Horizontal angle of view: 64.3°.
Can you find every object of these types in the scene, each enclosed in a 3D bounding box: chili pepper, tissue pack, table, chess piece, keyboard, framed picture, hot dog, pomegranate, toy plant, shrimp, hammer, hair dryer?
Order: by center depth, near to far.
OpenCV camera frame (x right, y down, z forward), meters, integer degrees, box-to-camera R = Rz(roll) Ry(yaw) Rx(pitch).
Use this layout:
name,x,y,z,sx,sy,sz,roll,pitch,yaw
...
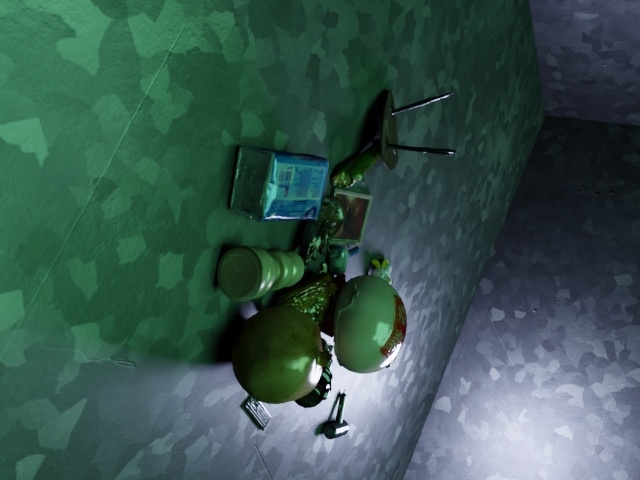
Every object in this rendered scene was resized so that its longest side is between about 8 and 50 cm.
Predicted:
name,x,y,z,sx,sy,sz,roll,pitch,yaw
tissue pack,-0.117,-0.164,1.492,0.263,0.146,0.198,-7,112,-55
chess piece,-0.159,0.096,1.559,0.300,0.167,0.166,2,103,-61
pomegranate,-0.116,0.358,1.589,0.319,0.319,0.319,-29,128,-46
shrimp,-0.007,-0.004,1.753,0.145,0.117,0.343,52,56,-48
hot dog,-0.044,0.220,1.789,0.272,0.122,0.196,-25,126,-45
keyboard,-0.224,0.617,1.829,0.063,0.010,0.198,-53,142,-30
toy plant,-0.033,0.500,1.929,0.235,0.176,0.218,-70,168,-60
table,0.389,-0.401,1.961,0.317,0.249,0.317,2,90,-71
framed picture,0.105,-0.087,1.970,0.290,0.020,0.211,3,103,-57
hammer,0.100,0.061,1.993,0.194,0.070,0.116,-25,124,-54
chili pepper,0.065,0.256,2.001,0.144,0.136,0.252,24,75,-30
hair dryer,0.085,0.787,2.316,0.124,0.072,0.219,19,83,-57

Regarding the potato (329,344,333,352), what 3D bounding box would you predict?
name,x,y,z,sx,sy,sz,roll,pitch,yaw
potato,0.019,0.465,2.095,0.037,0.036,0.093,45,41,-15

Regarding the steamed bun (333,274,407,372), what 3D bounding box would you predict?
name,x,y,z,sx,sy,sz,roll,pitch,yaw
steamed bun,0.197,0.313,1.896,0.374,0.242,0.374,4,90,-75

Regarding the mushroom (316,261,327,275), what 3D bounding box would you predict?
name,x,y,z,sx,sy,sz,roll,pitch,yaw
mushroom,0.003,0.132,1.922,0.049,0.019,0.101,18,90,-55

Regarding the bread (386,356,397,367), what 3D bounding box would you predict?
name,x,y,z,sx,sy,sz,roll,pitch,yaw
bread,0.348,0.458,2.504,0.183,0.102,0.337,-33,132,-44

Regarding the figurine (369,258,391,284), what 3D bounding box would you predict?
name,x,y,z,sx,sy,sz,roll,pitch,yaw
figurine,0.280,0.148,2.278,0.178,0.109,0.129,5,78,-59

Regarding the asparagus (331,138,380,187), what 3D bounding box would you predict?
name,x,y,z,sx,sy,sz,roll,pitch,yaw
asparagus,0.165,-0.296,1.904,0.343,0.085,0.082,-41,112,-35
